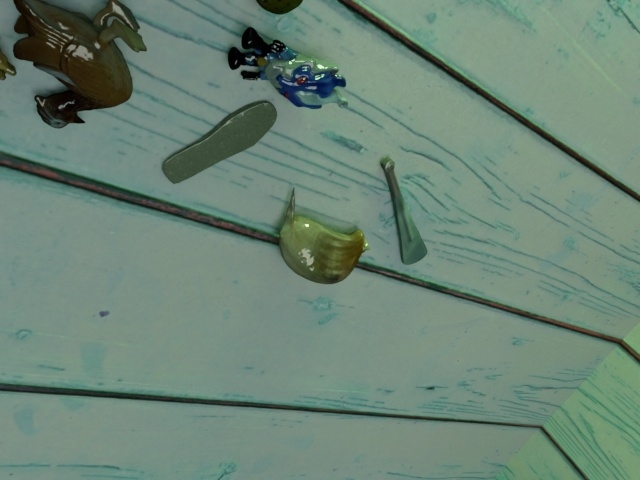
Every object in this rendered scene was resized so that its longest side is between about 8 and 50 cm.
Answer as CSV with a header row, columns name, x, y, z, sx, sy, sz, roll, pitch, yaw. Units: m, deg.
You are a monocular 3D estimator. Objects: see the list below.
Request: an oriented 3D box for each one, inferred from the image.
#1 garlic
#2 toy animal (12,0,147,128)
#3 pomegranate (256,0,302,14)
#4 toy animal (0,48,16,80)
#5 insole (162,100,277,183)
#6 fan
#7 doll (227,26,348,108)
name,x,y,z,sx,sy,sz,roll,pitch,yaw
garlic,-0.011,0.004,1.029,0.198,0.090,0.128,30,91,-35
toy animal,-0.303,-0.217,0.682,0.179,0.089,0.188,-32,142,17
pomegranate,-0.046,-0.328,0.742,0.085,0.073,0.073,-30,134,-6
toy animal,-0.484,-0.176,0.624,0.276,0.054,0.149,6,118,-30
insole,-0.147,-0.145,0.870,0.192,0.010,0.063,-31,133,-3
fan,0.153,-0.047,1.112,0.057,0.023,0.282,-26,134,2
doll,-0.035,-0.234,0.830,0.195,0.070,0.096,19,144,-36
